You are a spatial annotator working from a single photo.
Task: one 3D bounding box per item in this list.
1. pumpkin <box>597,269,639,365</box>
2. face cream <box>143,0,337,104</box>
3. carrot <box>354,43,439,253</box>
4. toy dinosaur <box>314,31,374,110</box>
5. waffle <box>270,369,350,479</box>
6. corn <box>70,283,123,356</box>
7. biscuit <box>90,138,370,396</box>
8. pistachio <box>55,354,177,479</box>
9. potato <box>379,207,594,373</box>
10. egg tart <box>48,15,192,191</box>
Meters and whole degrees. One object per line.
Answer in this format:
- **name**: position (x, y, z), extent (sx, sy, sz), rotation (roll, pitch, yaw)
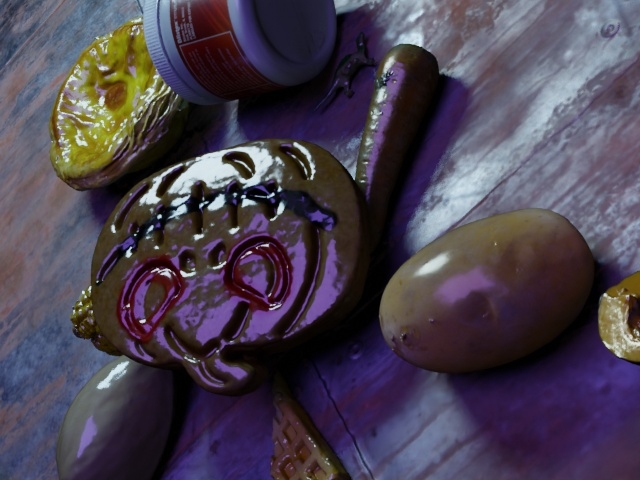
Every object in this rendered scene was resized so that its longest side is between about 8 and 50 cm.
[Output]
- **pumpkin**: position (0.344, 0.040, 1.074), extent (0.183, 0.107, 0.119), rotation (-59, 36, 10)
- **face cream**: position (-0.105, -0.295, 1.584), extent (0.187, 0.201, 0.201), rotation (-7, 63, 39)
- **carrot**: position (0.075, -0.095, 1.416), extent (0.078, 0.078, 0.298), rotation (6, 77, 43)
- **toy dinosaur**: position (0.030, -0.219, 1.556), extent (0.120, 0.029, 0.060), rotation (-54, 28, 13)
- **waffle**: position (-0.049, 0.252, 1.366), extent (0.125, 0.032, 0.191), rotation (-52, 42, 10)
- **corn**: position (-0.199, 0.072, 1.530), extent (0.321, 0.119, 0.119), rotation (-22, 54, 32)
- **biscuit**: position (-0.117, 0.032, 1.393), extent (0.367, 0.063, 0.314), rotation (-13, 61, 21)
- **pistachio**: position (-0.258, 0.238, 1.496), extent (0.135, 0.136, 0.226), rotation (9, 67, 44)
- **potato**: position (0.168, 0.055, 1.210), extent (0.234, 0.146, 0.150), rotation (-28, 82, 27)
- **egg tart**: position (-0.286, -0.195, 1.755), extent (0.294, 0.116, 0.295), rotation (-19, 58, 34)
